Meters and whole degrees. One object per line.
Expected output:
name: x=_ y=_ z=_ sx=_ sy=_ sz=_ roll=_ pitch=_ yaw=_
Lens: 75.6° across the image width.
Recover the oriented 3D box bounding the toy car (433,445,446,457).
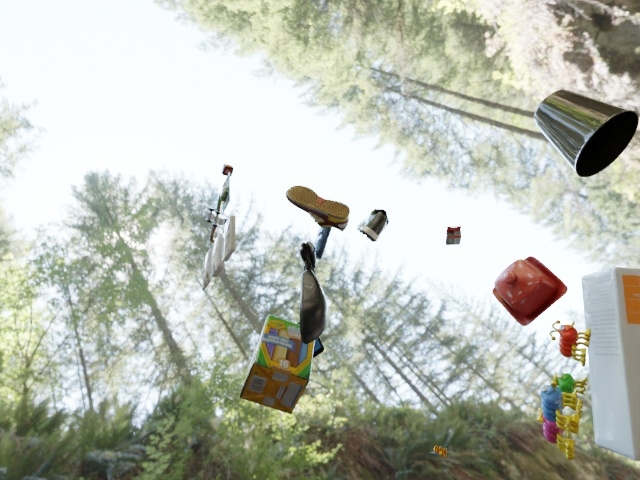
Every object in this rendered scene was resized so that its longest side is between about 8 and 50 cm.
toy car: x=0.262 y=0.552 z=0.976 sx=0.060 sy=0.041 sz=0.122 roll=98 pitch=-167 yaw=-51

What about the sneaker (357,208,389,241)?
sneaker: x=0.179 y=-0.054 z=1.354 sx=0.106 sy=0.078 sz=0.234 roll=-52 pitch=0 yaw=4

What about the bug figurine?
bug figurine: x=0.507 y=0.310 z=0.866 sx=0.279 sy=0.072 sz=0.216 roll=-38 pitch=-58 yaw=-43

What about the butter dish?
butter dish: x=0.539 y=0.118 z=1.116 sx=0.118 sy=0.160 sz=0.160 roll=30 pitch=-69 yaw=-31

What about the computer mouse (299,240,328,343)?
computer mouse: x=-0.016 y=0.149 z=1.111 sx=0.072 sy=0.272 sz=0.188 roll=-2 pitch=-44 yaw=1

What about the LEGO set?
LEGO set: x=-0.199 y=-0.038 z=0.868 sx=0.060 sy=0.244 sz=0.182 roll=11 pitch=-37 yaw=-28

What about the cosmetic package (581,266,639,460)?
cosmetic package: x=0.840 y=0.306 z=1.054 sx=0.230 sy=0.453 sz=0.161 roll=2 pitch=-14 yaw=3

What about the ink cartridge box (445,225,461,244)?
ink cartridge box: x=0.571 y=-0.020 z=1.771 sx=0.063 sy=0.029 sz=0.115 roll=-2 pitch=-31 yaw=11

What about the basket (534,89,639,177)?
basket: x=0.745 y=-0.329 z=1.196 sx=0.154 sy=0.226 sz=0.204 roll=-2 pitch=-48 yaw=-18

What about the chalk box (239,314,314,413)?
chalk box: x=-0.130 y=0.383 z=1.374 sx=0.179 sy=0.289 sz=0.180 roll=20 pitch=-60 yaw=-5

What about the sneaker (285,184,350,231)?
sneaker: x=-0.013 y=-0.078 z=1.089 sx=0.069 sy=0.186 sz=0.083 roll=-53 pitch=-18 yaw=-35

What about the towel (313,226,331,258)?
towel: x=0.000 y=0.000 z=1.288 sx=0.029 sy=0.067 sz=0.119 roll=23 pitch=-103 yaw=-17

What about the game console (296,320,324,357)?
game console: x=-0.069 y=0.372 z=1.525 sx=0.124 sy=0.144 sz=0.085 roll=-26 pitch=-18 yaw=-9
